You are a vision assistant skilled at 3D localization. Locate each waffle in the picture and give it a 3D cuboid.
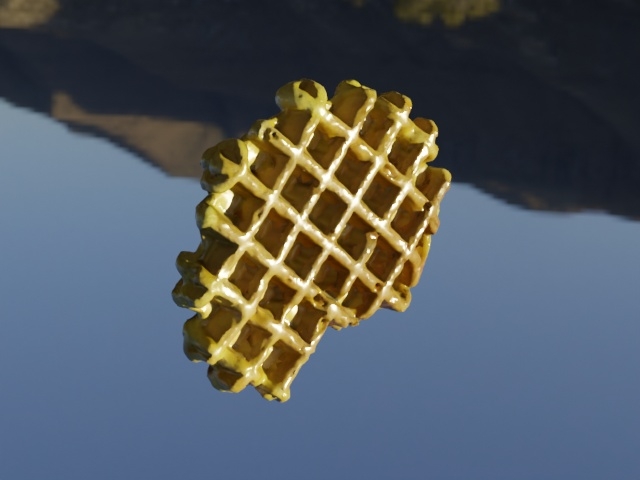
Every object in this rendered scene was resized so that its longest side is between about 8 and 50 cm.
[{"bbox_3d":[0.001,0.000,1.159,0.253,0.249,0.056,-5,-162,-40],"label":"waffle"}]
